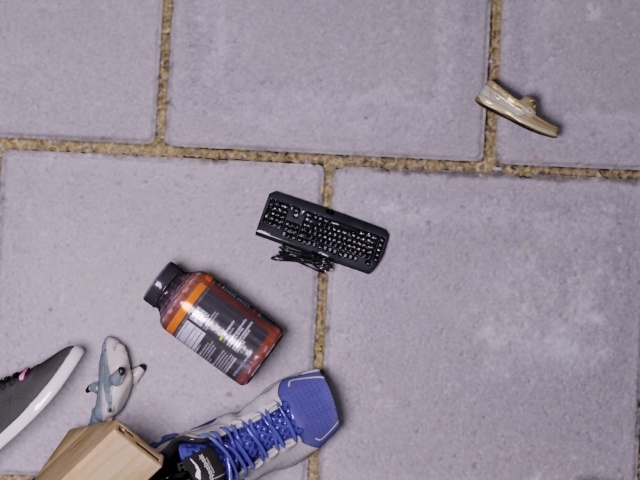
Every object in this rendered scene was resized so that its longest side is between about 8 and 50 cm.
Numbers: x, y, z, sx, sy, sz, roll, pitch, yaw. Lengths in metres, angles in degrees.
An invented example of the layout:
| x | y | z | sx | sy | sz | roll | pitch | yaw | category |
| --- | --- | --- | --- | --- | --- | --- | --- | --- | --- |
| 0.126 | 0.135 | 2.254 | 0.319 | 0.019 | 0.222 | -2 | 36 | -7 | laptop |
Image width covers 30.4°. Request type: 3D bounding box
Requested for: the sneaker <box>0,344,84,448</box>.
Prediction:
| x | y | z | sx | sy | sz | roll | pitch | yaw | category |
| --- | --- | --- | --- | --- | --- | --- | --- | --- | --- |
| -0.485 | 0.223 | 1.698 | 0.296 | 0.104 | 0.147 | -42 | 95 | 2 | sneaker |

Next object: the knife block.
| x | y | z | sx | sy | sz | roll | pitch | yaw | category |
| --- | --- | --- | --- | --- | --- | --- | --- | --- | --- |
| -0.359 | 0.377 | 1.631 | 0.088 | 0.275 | 0.242 | 41 | 60 | -18 | knife block |

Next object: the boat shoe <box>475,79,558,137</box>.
| x | y | z | sx | sy | sz | roll | pitch | yaw | category |
| --- | --- | --- | --- | --- | --- | --- | --- | --- | --- |
| 0.300 | -0.197 | 1.760 | 0.135 | 0.050 | 0.045 | 27 | 93 | -1 | boat shoe |

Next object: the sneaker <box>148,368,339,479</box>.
| x | y | z | sx | sy | sz | roll | pitch | yaw | category |
| --- | --- | --- | --- | --- | --- | --- | --- | --- | --- |
| -0.119 | 0.302 | 1.668 | 0.315 | 0.182 | 0.127 | -24 | 90 | -2 | sneaker |

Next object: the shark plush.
| x | y | z | sx | sy | sz | roll | pitch | yaw | category |
| --- | --- | --- | --- | --- | --- | --- | --- | --- | --- |
| -0.317 | 0.226 | 1.745 | 0.067 | 0.073 | 0.161 | 26 | 109 | 19 | shark plush |

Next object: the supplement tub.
| x | y | z | sx | sy | sz | roll | pitch | yaw | category |
| --- | --- | --- | --- | --- | --- | --- | --- | --- | --- |
| -0.159 | 0.115 | 1.711 | 0.198 | 0.106 | 0.106 | 37 | 88 | 0 | supplement tub |

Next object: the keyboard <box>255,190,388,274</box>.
| x | y | z | sx | sy | sz | roll | pitch | yaw | category |
| --- | --- | --- | --- | --- | --- | --- | --- | --- | --- |
| 0.000 | 0.000 | 1.753 | 0.192 | 0.038 | 0.100 | 18 | 88 | 0 | keyboard |
